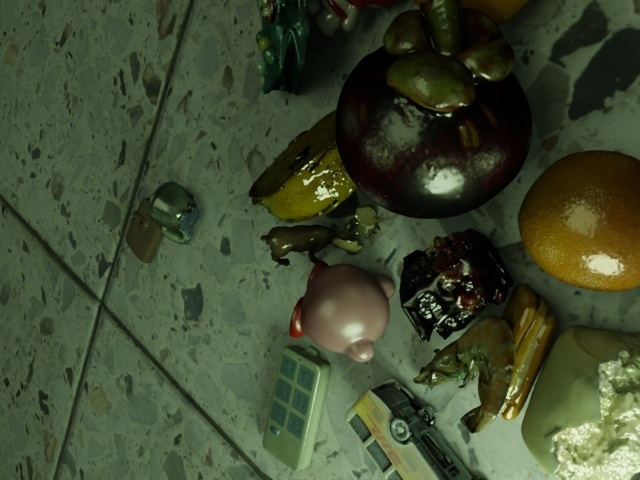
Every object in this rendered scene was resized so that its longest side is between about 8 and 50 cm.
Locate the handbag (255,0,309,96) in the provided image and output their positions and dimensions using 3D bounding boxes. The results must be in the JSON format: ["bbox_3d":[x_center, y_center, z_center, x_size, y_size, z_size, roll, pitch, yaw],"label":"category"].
[{"bbox_3d":[-0.084,-0.434,1.167,0.274,0.100,0.269,-159,68,-82],"label":"handbag"}]

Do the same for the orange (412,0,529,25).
[{"bbox_3d":[0.235,-0.459,0.921,0.248,0.183,0.249,2,102,11],"label":"orange"}]

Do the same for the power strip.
[{"bbox_3d":[-0.053,0.356,1.284,0.117,0.046,0.271,20,104,37],"label":"power strip"}]

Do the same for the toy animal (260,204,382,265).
[{"bbox_3d":[0.000,0.000,1.177,0.186,0.214,0.094,133,131,-64],"label":"toy animal"}]

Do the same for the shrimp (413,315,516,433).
[{"bbox_3d":[0.223,0.230,0.966,0.296,0.058,0.169,123,161,-55],"label":"shrimp"}]

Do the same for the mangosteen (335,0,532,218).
[{"bbox_3d":[0.171,-0.202,0.912,0.307,0.306,0.347,46,151,28],"label":"mangosteen"}]

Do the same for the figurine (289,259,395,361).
[{"bbox_3d":[0.046,0.127,1.129,0.173,0.173,0.173,1,91,39],"label":"figurine"}]

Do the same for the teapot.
[{"bbox_3d":[-0.360,-0.059,1.485,0.108,0.111,0.149,34,106,19],"label":"teapot"}]

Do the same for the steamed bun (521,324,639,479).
[{"bbox_3d":[0.394,0.248,0.846,0.200,0.170,0.226,25,107,30],"label":"steamed bun"}]

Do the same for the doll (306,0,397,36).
[{"bbox_3d":[0.098,-0.499,1.097,0.290,0.129,0.161,-37,66,24],"label":"doll"}]

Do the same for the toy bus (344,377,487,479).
[{"bbox_3d":[0.183,0.408,1.062,0.343,0.097,0.138,53,123,25],"label":"toy bus"}]

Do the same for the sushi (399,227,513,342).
[{"bbox_3d":[0.220,0.063,0.978,0.150,0.172,0.153,-35,83,24],"label":"sushi"}]

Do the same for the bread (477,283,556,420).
[{"bbox_3d":[0.309,0.174,0.954,0.077,0.116,0.201,20,104,12],"label":"bread"}]

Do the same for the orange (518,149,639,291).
[{"bbox_3d":[0.384,-0.025,0.839,0.206,0.206,0.206,1,91,39],"label":"orange"}]

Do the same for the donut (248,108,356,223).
[{"bbox_3d":[-0.010,-0.134,1.136,0.272,0.272,0.107,-27,115,36],"label":"donut"}]

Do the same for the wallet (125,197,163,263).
[{"bbox_3d":[-0.465,-0.028,1.613,0.118,0.038,0.153,43,117,28],"label":"wallet"}]
